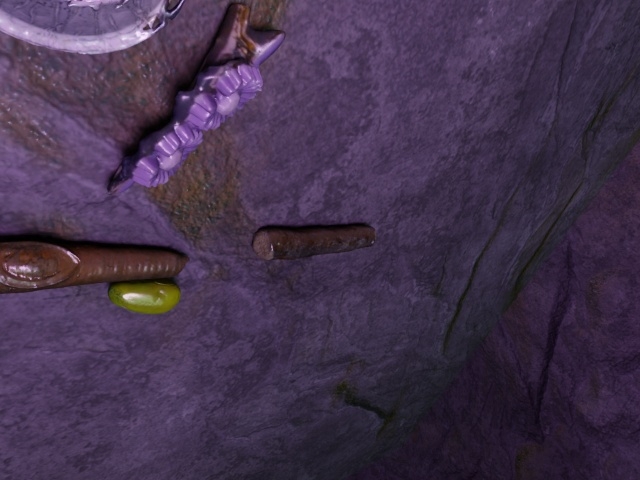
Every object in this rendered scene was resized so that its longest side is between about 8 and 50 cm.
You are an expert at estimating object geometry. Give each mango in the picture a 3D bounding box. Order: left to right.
[{"bbox_3d":[-0.264,0.081,0.652,0.108,0.073,0.056,15,87,-52],"label":"mango"}]

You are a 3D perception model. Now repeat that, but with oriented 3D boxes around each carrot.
[{"bbox_3d":[-0.320,0.031,0.560,0.342,0.070,0.070,1,126,-45],"label":"carrot"}]

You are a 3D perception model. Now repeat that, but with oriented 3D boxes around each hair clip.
[{"bbox_3d":[-0.155,-0.152,0.516,0.292,0.084,0.106,-46,-173,9],"label":"hair clip"}]

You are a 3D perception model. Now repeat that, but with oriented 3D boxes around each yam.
[{"bbox_3d":[0.000,0.000,0.829,0.274,0.061,0.061,-5,130,-41],"label":"yam"}]

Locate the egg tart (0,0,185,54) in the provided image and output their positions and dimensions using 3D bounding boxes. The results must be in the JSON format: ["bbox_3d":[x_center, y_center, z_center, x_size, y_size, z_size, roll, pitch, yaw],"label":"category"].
[{"bbox_3d":[-0.204,-0.262,0.342,0.234,0.094,0.234,-22,137,-22],"label":"egg tart"}]
